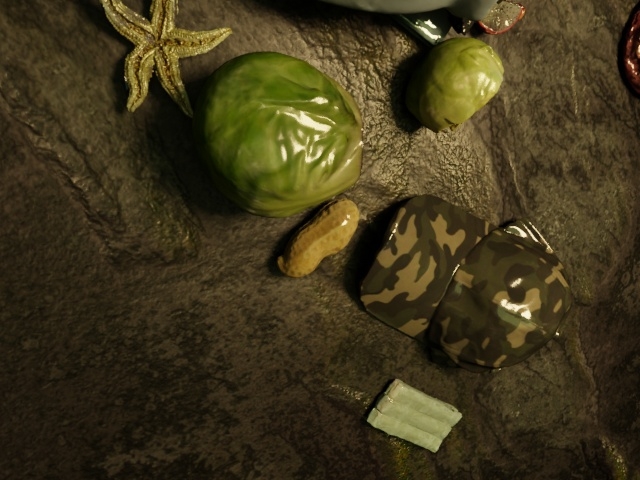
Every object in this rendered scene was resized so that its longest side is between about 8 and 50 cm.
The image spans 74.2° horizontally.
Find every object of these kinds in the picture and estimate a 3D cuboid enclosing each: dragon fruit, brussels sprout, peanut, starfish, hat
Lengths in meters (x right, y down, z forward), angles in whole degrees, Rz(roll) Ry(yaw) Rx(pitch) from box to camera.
[{"bbox_3d":[0.305,-0.397,0.745,0.083,0.056,0.060,11,124,-8],"label":"dragon fruit"},{"bbox_3d":[-0.057,-0.148,0.603,0.243,0.244,0.244,-6,106,-19],"label":"brussels sprout"},{"bbox_3d":[0.000,0.000,0.731,0.174,0.080,0.080,-42,114,-2],"label":"peanut"},{"bbox_3d":[-0.206,-0.277,0.587,0.175,0.053,0.208,-11,111,-18],"label":"starfish"},{"bbox_3d":[0.284,0.093,0.802,0.381,0.257,0.367,21,95,-43],"label":"hat"},{"bbox_3d":[0.215,-0.265,0.702,0.122,0.149,0.152,38,76,-11],"label":"brussels sprout"}]

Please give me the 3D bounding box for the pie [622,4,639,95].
[{"bbox_3d":[0.734,-0.414,0.901,0.218,0.054,0.204,43,87,-25],"label":"pie"}]

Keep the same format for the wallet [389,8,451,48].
[{"bbox_3d":[0.166,-0.501,0.667,0.251,0.054,0.291,27,100,-19],"label":"wallet"}]

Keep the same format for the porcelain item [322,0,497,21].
[{"bbox_3d":[0.051,-0.430,0.542,0.404,0.178,0.243,14,100,-9],"label":"porcelain item"}]

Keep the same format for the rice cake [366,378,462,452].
[{"bbox_3d":[0.206,0.386,0.933,0.211,0.038,0.124,37,90,-24],"label":"rice cake"}]

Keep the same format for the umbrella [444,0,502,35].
[{"bbox_3d":[0.294,-0.431,0.675,0.235,0.059,0.066,-44,150,-4],"label":"umbrella"}]
